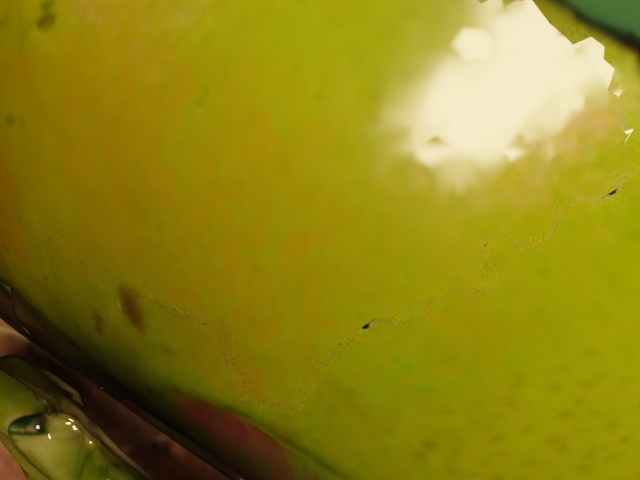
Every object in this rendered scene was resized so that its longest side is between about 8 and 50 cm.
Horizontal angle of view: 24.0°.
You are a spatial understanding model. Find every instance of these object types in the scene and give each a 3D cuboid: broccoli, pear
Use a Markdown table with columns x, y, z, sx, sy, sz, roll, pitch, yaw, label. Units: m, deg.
| x | y | z | sx | sy | sz | roll | pitch | yaw | label |
| --- | --- | --- | --- | --- | --- | --- | --- | --- | --- |
| -0.056 | 0.115 | 0.527 | 0.122 | 0.118 | 0.204 | -34 | 55 | -19 | broccoli |
| 0.000 | 0.005 | 0.536 | 0.399 | 0.399 | 0.165 | 35 | 80 | -3 | pear |
